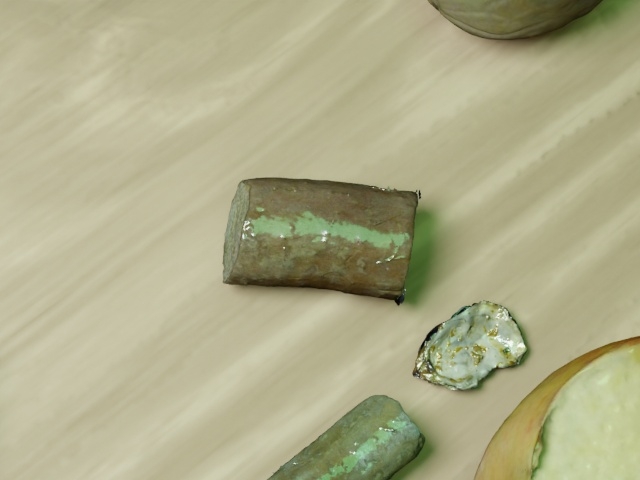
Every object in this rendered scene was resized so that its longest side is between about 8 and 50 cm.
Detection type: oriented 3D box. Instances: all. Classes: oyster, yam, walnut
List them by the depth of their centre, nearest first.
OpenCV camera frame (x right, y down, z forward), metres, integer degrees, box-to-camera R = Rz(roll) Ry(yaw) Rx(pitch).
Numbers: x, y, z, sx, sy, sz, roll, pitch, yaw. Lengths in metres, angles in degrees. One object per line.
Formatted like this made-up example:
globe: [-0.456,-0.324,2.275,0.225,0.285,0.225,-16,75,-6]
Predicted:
yam: [0.005,0.158,0.993,0.132,0.054,0.054,-37,81,-16]
yam: [0.001,-0.003,1.029,0.127,0.084,0.084,7,72,-9]
oyster: [0.101,0.077,1.049,0.083,0.019,0.054,-26,79,-17]
walnut: [0.148,-0.218,1.089,0.162,0.140,0.140,-21,77,-23]

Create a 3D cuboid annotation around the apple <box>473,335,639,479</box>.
apple: [0.210,0.205,0.949,0.251,0.163,0.293,-3,86,-19]
